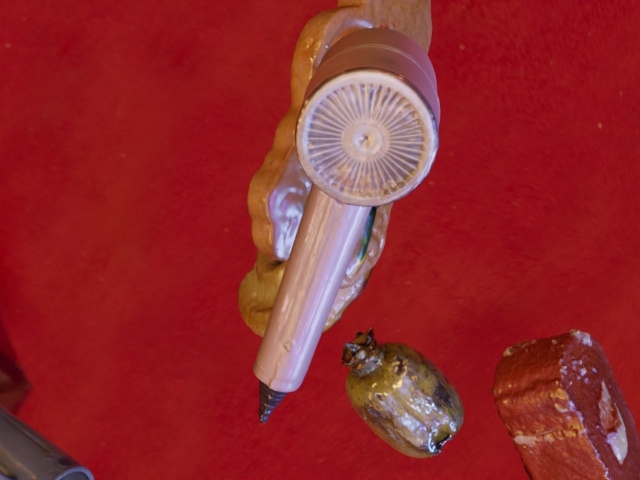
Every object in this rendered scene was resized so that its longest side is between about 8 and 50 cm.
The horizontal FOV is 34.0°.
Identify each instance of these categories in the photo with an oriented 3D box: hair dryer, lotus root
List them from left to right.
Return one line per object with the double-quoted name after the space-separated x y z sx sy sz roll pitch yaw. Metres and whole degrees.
0.000 0.000 0.866 0.107 0.189 0.344 20 111 -3 "hair dryer"
0.118 0.239 1.699 0.154 0.154 0.278 -40 110 13 "lotus root"

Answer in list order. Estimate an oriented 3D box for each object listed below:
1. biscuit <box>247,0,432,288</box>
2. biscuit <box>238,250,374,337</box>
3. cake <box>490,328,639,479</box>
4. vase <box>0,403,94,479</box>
0.037 -0.121 1.001 0.047 0.202 0.333 9 75 36 "biscuit"
-0.016 0.029 1.577 0.213 0.091 0.274 23 81 55 "biscuit"
0.384 0.268 1.603 0.151 0.177 0.283 -21 103 43 "cake"
-0.501 0.317 1.579 0.301 0.251 0.156 39 79 15 "vase"
